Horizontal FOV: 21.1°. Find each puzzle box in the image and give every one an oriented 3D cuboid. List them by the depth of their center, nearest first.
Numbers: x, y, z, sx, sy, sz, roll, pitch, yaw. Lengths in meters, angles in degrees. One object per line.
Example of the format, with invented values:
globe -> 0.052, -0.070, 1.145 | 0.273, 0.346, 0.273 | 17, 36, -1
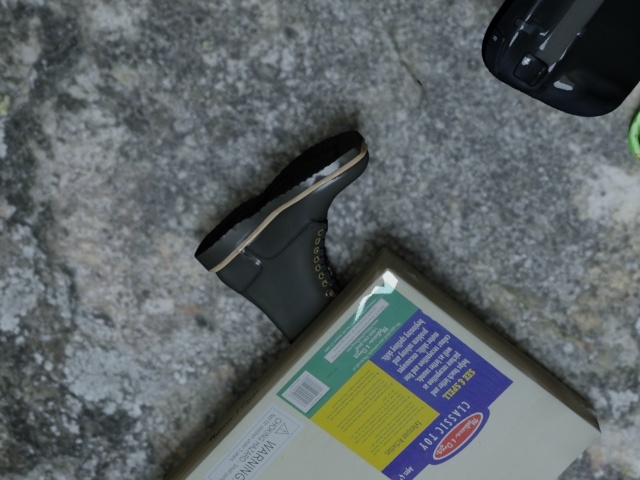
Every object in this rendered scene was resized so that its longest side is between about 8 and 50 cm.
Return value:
puzzle box -> 0.031, 0.231, 1.638 | 0.272, 0.052, 0.409 | 38, 109, -16

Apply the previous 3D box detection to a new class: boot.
boot -> 0.000, 0.000, 1.581 | 0.198, 0.077, 0.137 | -36, 107, 29

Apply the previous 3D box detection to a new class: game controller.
game controller -> 0.272, -0.245, 1.439 | 0.166, 0.067, 0.319 | 16, 118, -44

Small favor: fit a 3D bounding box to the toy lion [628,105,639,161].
toy lion -> 0.317, -0.078, 1.534 | 0.100, 0.034, 0.096 | 28, 117, -3
